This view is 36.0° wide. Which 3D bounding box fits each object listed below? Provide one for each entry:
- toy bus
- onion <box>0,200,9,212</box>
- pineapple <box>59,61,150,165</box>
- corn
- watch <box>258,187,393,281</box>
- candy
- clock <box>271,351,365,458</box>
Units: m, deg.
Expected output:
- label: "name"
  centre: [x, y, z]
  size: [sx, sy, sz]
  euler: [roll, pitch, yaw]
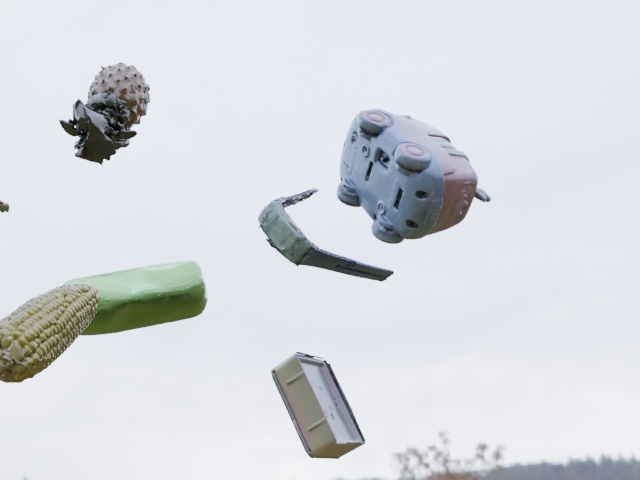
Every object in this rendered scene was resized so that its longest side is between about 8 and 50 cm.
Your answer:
- label: "toy bus"
  centre: [0.185, -0.135, 1.976]
  size: [0.231, 0.294, 0.197]
  euler: [-7, -53, -32]
- label: "onion"
  centre: [-0.585, -0.081, 1.642]
  size: [0.140, 0.150, 0.150]
  euler: [39, -38, -14]
- label: "pineapple"
  centre: [-0.352, -0.204, 1.615]
  size: [0.119, 0.237, 0.111]
  euler: [19, -59, -9]
- label: "corn"
  centre: [-0.552, 0.177, 1.947]
  size: [0.130, 0.130, 0.347]
  euler: [-15, 15, 22]
- label: "watch"
  centre: [0.006, 0.009, 2.106]
  size: [0.068, 0.276, 0.274]
  euler: [-48, -11, 21]
- label: "candy"
  centre: [-0.440, 0.139, 2.352]
  size: [0.343, 0.132, 0.142]
  euler: [-9, -27, -20]
- label: "clock"
  centre: [-0.005, 0.318, 1.892]
  size: [0.071, 0.192, 0.147]
  euler: [-34, -24, 16]
